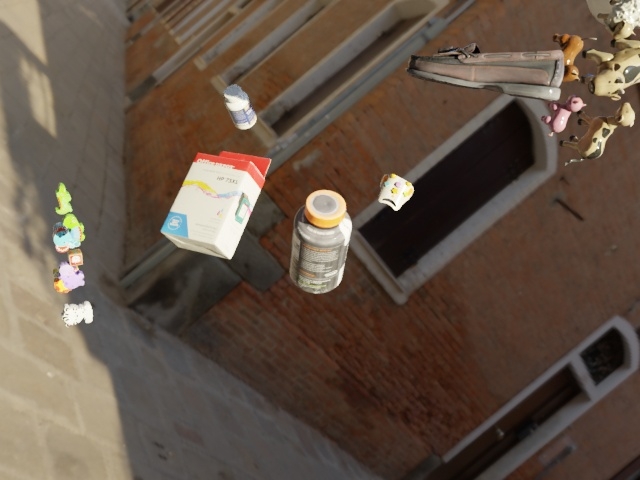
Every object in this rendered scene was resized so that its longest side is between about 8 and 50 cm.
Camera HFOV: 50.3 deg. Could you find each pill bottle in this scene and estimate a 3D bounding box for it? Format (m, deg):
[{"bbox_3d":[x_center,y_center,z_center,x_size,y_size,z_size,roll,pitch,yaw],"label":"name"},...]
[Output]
[{"bbox_3d":[-0.221,-0.365,1.855,0.067,0.067,0.120,51,-10,32],"label":"pill bottle"},{"bbox_3d":[0.000,0.000,1.530,0.130,0.130,0.245,51,-29,29],"label":"pill bottle"}]

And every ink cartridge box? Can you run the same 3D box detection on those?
[{"bbox_3d":[-0.204,-0.091,1.361,0.134,0.231,0.078,12,-20,24],"label":"ink cartridge box"}]

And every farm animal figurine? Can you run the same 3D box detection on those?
[{"bbox_3d":[0.706,-0.380,1.666,0.172,0.327,0.330,44,-11,52],"label":"farm animal figurine"}]

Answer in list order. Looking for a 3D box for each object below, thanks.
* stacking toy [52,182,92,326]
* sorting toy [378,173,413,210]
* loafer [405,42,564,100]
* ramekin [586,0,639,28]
[{"bbox_3d":[-0.459,0.027,1.232,0.167,0.052,0.221,41,-46,54],"label":"stacking toy"},{"bbox_3d":[0.178,-0.114,1.650,0.083,0.075,0.045,27,-15,1],"label":"sorting toy"},{"bbox_3d":[0.316,-0.338,1.315,0.302,0.095,0.109,16,15,22],"label":"loafer"},{"bbox_3d":[0.833,-0.676,1.740,0.277,0.277,0.135,49,2,-33],"label":"ramekin"}]
